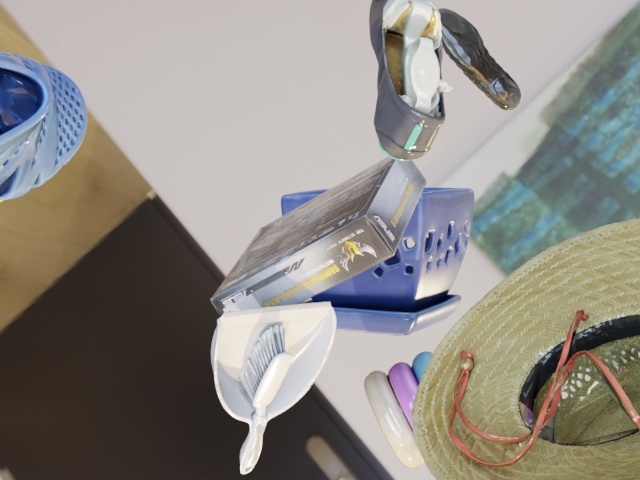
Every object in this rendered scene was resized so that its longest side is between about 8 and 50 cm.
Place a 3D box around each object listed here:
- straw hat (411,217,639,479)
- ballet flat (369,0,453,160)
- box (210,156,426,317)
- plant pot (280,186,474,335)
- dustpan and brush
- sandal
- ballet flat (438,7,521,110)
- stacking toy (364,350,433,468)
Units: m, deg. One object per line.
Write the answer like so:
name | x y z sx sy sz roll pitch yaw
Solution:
straw hat | 0.111 0.060 0.367 0.144 0.061 0.144 -26 -152 15
ballet flat | 0.082 -0.164 0.864 0.074 0.203 0.074 2 148 1
box | 0.000 0.000 1.147 0.231 0.056 0.183 -28 -164 29
plant pot | 0.093 0.026 1.518 0.236 0.236 0.212 -9 99 -63
dustpan and brush | -0.064 0.169 1.083 0.147 0.060 0.211 -4 132 -33
sandal | -0.256 -0.090 0.742 0.138 0.126 0.317 -14 -173 18
ballet flat | 0.209 -0.244 1.359 0.057 0.173 0.049 -42 -174 -15
stacking toy | 0.231 0.172 1.311 0.330 0.141 0.141 -27 163 5
